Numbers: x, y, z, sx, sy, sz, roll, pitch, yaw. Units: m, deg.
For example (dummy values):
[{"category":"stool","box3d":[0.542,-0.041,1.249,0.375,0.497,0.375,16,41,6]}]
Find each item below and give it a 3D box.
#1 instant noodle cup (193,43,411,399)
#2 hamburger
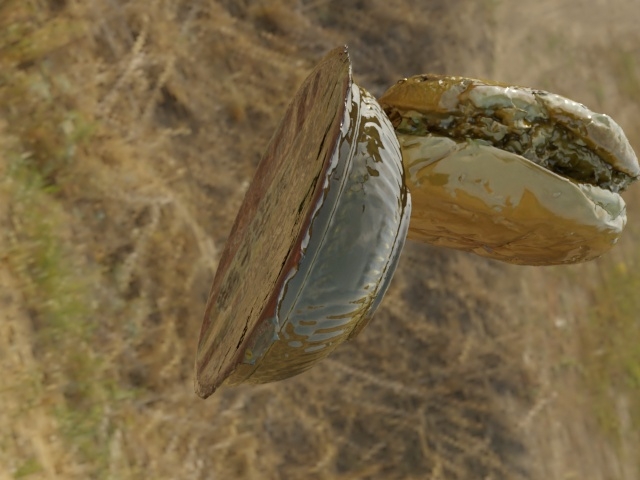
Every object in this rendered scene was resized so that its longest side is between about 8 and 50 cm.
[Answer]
[{"category":"instant noodle cup","box3d":[0.000,0.000,1.034,0.091,0.274,0.274,21,46,-12]},{"category":"hamburger","box3d":[0.182,-0.065,1.510,0.318,0.319,0.158,25,76,-55]}]
